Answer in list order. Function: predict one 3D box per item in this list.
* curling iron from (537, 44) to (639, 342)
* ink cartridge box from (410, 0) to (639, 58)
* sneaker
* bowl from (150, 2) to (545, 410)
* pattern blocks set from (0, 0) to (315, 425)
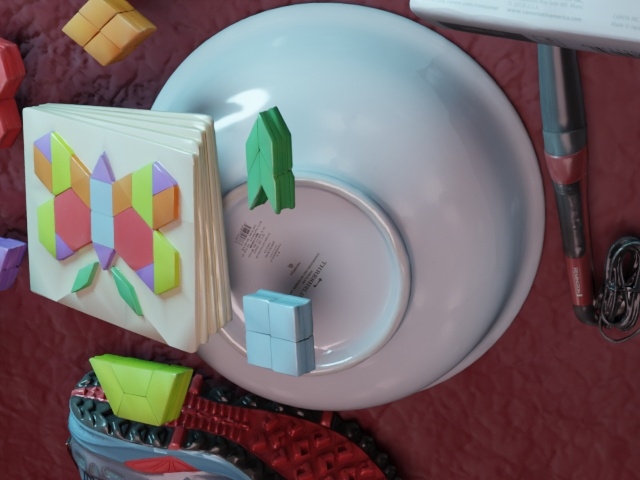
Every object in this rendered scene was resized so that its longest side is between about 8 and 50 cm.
[{"bbox_3d":[0.177,-0.063,1.159,0.068,0.035,0.274,-17,103,-5],"label":"curling iron"},{"bbox_3d":[0.163,-0.224,0.976,0.189,0.066,0.232,13,88,34],"label":"ink cartridge box"},{"bbox_3d":[-0.061,0.179,1.282,0.262,0.104,0.125,21,131,8],"label":"sneaker"},{"bbox_3d":[0.000,0.000,1.165,0.298,0.134,0.297,4,112,9],"label":"bowl"},{"bbox_3d":[-0.134,-0.017,1.136,0.325,0.026,0.285,-3,101,44],"label":"pattern blocks set"}]
